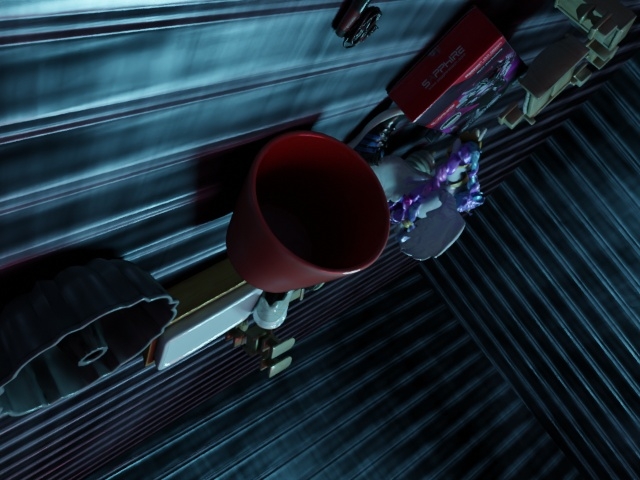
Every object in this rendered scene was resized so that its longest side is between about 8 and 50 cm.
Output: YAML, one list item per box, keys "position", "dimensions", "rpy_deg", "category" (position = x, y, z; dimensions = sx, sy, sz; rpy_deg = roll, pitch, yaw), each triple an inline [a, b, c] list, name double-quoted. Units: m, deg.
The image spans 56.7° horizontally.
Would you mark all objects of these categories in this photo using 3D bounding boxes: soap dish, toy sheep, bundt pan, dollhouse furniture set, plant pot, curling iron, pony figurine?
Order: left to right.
- position: [-0.413, 0.147, 0.994]
  dimensions: [0.330, 0.124, 0.331]
  rpy_deg: [-36, 167, -9]
  category: "bundt pan"
- position: [-0.287, 0.165, 1.390]
  dimensions: [0.290, 0.118, 0.229]
  rpy_deg: [-29, 164, -32]
  category: "soap dish"
- position: [-0.157, 0.246, 1.817]
  dimensions: [0.161, 0.212, 0.242]
  rpy_deg: [-23, 133, -43]
  category: "dollhouse furniture set"
- position: [-0.047, -0.027, 1.107]
  dimensions: [0.274, 0.275, 0.243]
  rpy_deg: [-28, 174, -36]
  category: "plant pot"
- position: [0.094, -0.365, 0.779]
  dimensions: [0.068, 0.035, 0.274]
  rpy_deg: [-32, 167, -38]
  category: "curling iron"
- position: [0.277, -0.212, 1.666]
  dimensions: [0.132, 0.091, 0.091]
  rpy_deg: [-48, 171, -19]
  category: "toy sheep"
- position: [0.272, -0.104, 1.507]
  dimensions: [0.351, 0.303, 0.363]
  rpy_deg: [-38, 159, -11]
  category: "pony figurine"
- position: [0.492, -0.399, 1.334]
  dimensions: [0.355, 0.174, 0.303]
  rpy_deg: [-44, 165, 7]
  category: "dollhouse furniture set"

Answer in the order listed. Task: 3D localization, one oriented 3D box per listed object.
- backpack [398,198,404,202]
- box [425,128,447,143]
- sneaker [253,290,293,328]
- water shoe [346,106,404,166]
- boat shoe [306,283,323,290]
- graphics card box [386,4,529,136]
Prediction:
- position: [0.270, -0.170, 1.757]
  dimensions: [0.098, 0.101, 0.120]
  rpy_deg: [-45, -163, 45]
  category: "backpack"
- position: [0.367, -0.333, 1.606]
  dimensions: [0.162, 0.029, 0.116]
  rpy_deg: [-29, 164, -28]
  category: "box"
- position: [-0.091, 0.088, 1.489]
  dimensions: [0.121, 0.099, 0.263]
  rpy_deg: [110, -4, -57]
  category: "sneaker"
- position: [0.113, -0.199, 1.266]
  dimensions: [0.203, 0.080, 0.073]
  rpy_deg: [-40, 168, 27]
  category: "water shoe"
- position: [-0.012, 0.091, 1.959]
  dimensions: [0.073, 0.080, 0.224]
  rpy_deg: [-18, 152, -41]
  category: "boat shoe"
- position: [0.310, -0.345, 1.280]
  dimensions: [0.233, 0.094, 0.371]
  rpy_deg: [-43, 166, 23]
  category: "graphics card box"
